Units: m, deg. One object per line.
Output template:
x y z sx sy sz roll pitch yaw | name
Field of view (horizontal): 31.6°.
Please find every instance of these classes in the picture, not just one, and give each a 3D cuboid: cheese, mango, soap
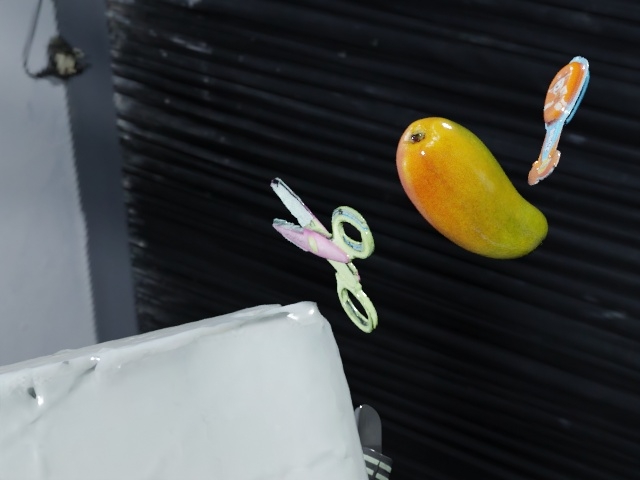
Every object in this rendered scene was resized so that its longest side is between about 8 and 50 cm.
0.385 -0.199 1.837 0.106 0.037 0.256 -40 -155 62 | cheese
0.219 -0.065 1.670 0.289 0.129 0.146 44 41 -19 | mango
-0.126 0.275 0.678 0.213 0.350 0.435 162 -81 -79 | soap

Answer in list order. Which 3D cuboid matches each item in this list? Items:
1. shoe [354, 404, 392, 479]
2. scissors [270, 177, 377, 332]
0.081 0.331 1.752 0.071 0.049 0.179 34 44 -32 | shoe
0.000 0.000 1.121 0.020 0.187 0.133 -22 127 -25 | scissors
